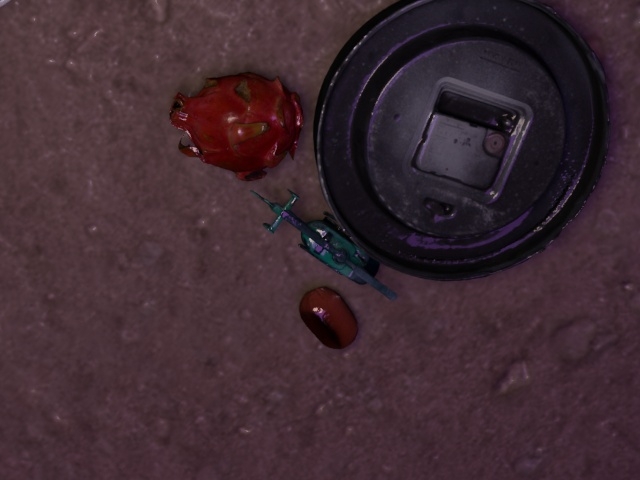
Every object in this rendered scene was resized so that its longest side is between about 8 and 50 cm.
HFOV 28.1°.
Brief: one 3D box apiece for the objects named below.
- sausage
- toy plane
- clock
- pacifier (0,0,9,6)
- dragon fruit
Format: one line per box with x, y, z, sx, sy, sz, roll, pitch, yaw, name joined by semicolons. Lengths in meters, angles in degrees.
0.011;0.102;1.696;0.094;0.059;0.054;52;51;-21;sausage
0.000;0.000;1.635;0.235;0.096;0.060;35;99;-21;toy plane
0.177;-0.137;1.629;0.386;0.076;0.386;-3;110;-8;clock
-0.329;-0.382;1.378;0.287;0.226;0.238;-11;93;-7;pacifier
-0.099;-0.141;1.549;0.166;0.133;0.136;9;115;-15;dragon fruit
